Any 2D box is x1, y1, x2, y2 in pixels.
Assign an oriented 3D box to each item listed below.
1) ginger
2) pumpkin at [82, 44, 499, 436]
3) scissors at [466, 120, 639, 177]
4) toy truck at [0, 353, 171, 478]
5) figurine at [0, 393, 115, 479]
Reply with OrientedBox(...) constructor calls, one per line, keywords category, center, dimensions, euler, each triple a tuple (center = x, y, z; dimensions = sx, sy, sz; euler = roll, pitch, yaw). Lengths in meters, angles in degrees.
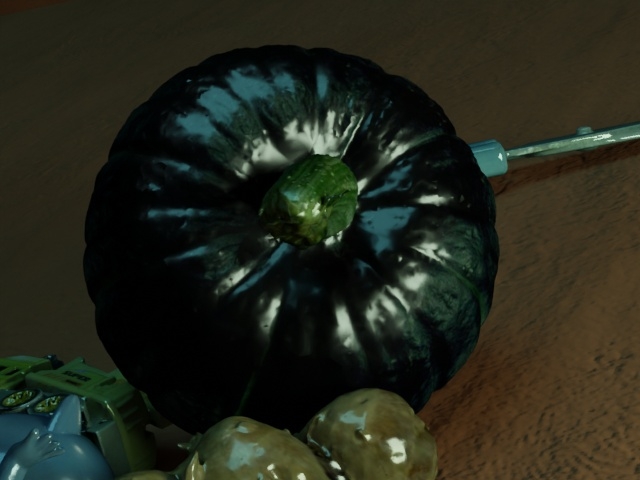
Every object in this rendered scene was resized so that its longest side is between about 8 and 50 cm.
OrientedBox(category="ginger", center=(-0.033, 0.139, 0.730), dimensions=(0.204, 0.080, 0.104), euler=(-25, 54, -23))
OrientedBox(category="pumpkin", center=(-0.012, -0.001, 0.813), dimensions=(0.248, 0.248, 0.248), euler=(-14, 19, 5))
OrientedBox(category="scissors", center=(0.185, -0.078, 1.212), dimensions=(0.447, 0.029, 0.192), euler=(-11, 8, 4))
OrientedBox(category="toy truck", center=(-0.168, 0.114, 0.907), dimensions=(0.169, 0.077, 0.100), euler=(1, 23, 43))
OrientedBox(category="figurine", center=(-0.189, 0.165, 0.754), dimensions=(0.145, 0.114, 0.178), euler=(-11, 28, 18))
